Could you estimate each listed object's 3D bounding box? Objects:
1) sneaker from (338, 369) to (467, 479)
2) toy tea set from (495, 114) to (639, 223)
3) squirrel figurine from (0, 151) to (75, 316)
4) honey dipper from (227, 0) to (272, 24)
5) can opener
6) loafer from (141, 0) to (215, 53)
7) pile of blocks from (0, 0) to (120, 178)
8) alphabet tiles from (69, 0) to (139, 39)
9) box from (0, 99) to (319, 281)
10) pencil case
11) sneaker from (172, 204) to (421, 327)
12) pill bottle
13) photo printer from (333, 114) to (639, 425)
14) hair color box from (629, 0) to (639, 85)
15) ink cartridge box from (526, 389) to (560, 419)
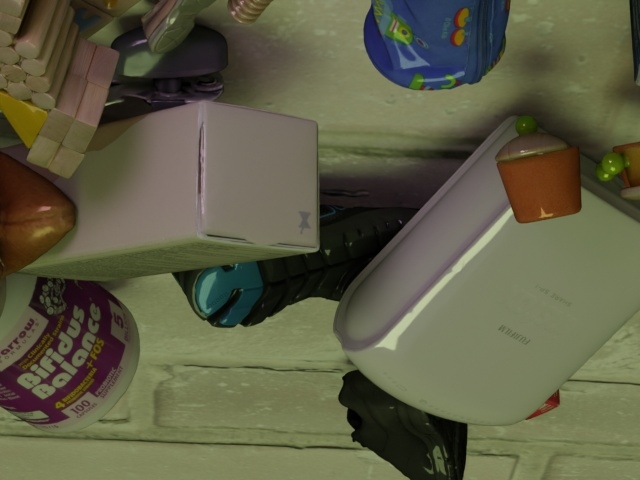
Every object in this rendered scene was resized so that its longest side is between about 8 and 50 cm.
[{"bbox_3d":[0.104,0.228,2.412,0.130,0.109,0.286,-2,142,18],"label":"sneaker"},{"bbox_3d":[0.318,-0.105,1.762,0.336,0.124,0.200,-11,-179,-24],"label":"toy tea set"},{"bbox_3d":[-0.478,0.005,1.733,0.370,0.397,0.281,-3,128,-53],"label":"squirrel figurine"},{"bbox_3d":[-0.028,-0.237,1.654,0.030,0.030,0.160,16,143,-26],"label":"honey dipper"},{"bbox_3d":[-0.224,-0.159,1.773,0.283,0.076,0.095,2,118,-2],"label":"can opener"},{"bbox_3d":[-0.115,-0.211,1.683,0.045,0.039,0.125,-7,149,-48],"label":"loafer"},{"bbox_3d":[-0.268,-0.205,1.573,0.149,0.113,0.362,0,142,18],"label":"pile of blocks"},{"bbox_3d":[-0.233,-0.266,1.581,0.342,0.011,0.285,-31,139,33],"label":"alphabet tiles"},{"bbox_3d":[-0.154,-0.038,1.805,0.148,0.121,0.311,8,169,-44],"label":"box"},{"bbox_3d":[0.101,-0.234,1.550,0.119,0.133,0.306,-21,154,-13],"label":"pencil case"},{"bbox_3d":[0.000,0.000,1.996,0.340,0.140,0.125,0,121,-33],"label":"sneaker"},{"bbox_3d":[-0.332,0.074,2.062,0.169,0.169,0.301,-14,148,25],"label":"pill bottle"},{"bbox_3d":[0.179,0.048,1.952,0.256,0.107,0.307,28,113,-39],"label":"photo printer"},{"bbox_3d":[0.345,-0.255,1.529,0.173,0.105,0.347,0,151,1],"label":"hair color box"},{"bbox_3d":[0.202,0.132,2.222,0.135,0.099,0.056,23,144,-35],"label":"ink cartridge box"}]
